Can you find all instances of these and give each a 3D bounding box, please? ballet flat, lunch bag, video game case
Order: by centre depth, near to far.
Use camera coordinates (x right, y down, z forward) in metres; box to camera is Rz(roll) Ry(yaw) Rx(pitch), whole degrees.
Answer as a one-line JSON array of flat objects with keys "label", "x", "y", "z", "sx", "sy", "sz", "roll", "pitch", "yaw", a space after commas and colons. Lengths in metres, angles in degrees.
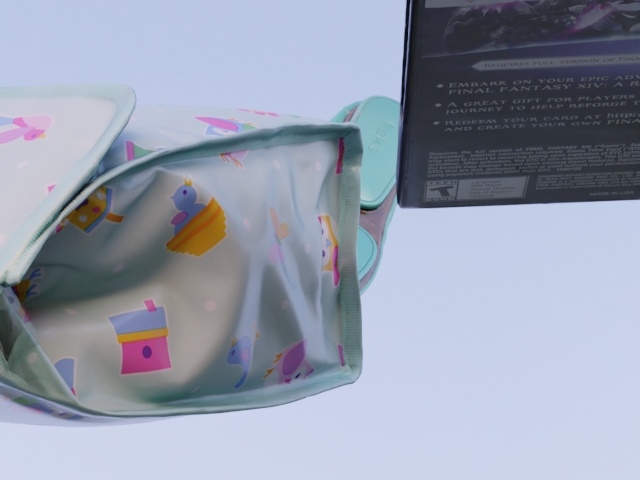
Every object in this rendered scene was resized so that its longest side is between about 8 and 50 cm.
[{"label": "video game case", "x": 0.130, "y": -0.080, "z": 0.561, "sx": 0.196, "sy": 0.026, "sz": 0.274, "roll": -2, "pitch": -24, "yaw": 0}, {"label": "lunch bag", "x": -0.135, "y": 0.008, "z": 0.670, "sx": 0.223, "sy": 0.160, "sz": 0.262, "roll": 5, "pitch": 8, "yaw": 33}, {"label": "ballet flat", "x": 0.000, "y": 0.000, "z": 0.945, "sx": 0.083, "sy": 0.247, "sz": 0.087, "roll": 31, "pitch": -49, "yaw": 2}]
